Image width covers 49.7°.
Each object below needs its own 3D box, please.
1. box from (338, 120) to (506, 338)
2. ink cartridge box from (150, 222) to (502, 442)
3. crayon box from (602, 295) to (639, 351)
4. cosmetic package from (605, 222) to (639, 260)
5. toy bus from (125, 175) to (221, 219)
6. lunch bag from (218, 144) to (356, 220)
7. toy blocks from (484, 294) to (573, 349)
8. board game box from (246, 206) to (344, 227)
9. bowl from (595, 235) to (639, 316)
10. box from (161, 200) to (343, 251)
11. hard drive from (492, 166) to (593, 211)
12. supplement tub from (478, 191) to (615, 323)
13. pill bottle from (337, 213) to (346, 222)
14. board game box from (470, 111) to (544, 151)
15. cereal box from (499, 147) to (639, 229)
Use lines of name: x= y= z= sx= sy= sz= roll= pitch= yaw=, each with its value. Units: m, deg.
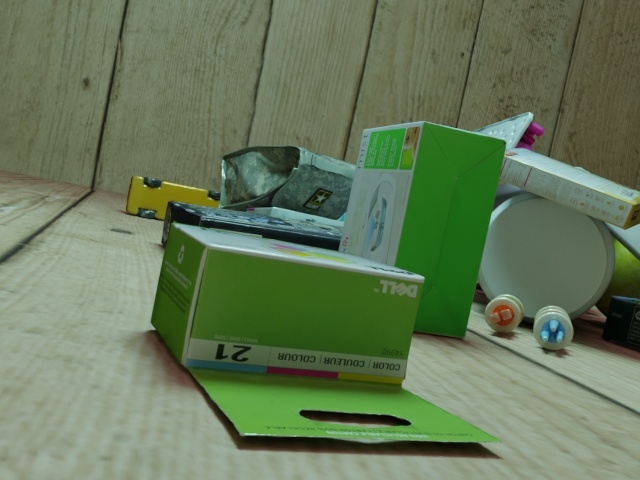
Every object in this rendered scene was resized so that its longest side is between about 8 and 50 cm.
box: x=0.127 y=-0.022 z=0.965 sx=0.127 sy=0.262 sz=0.231 roll=10 pitch=4 yaw=-18
ink cartridge box: x=-0.004 y=0.060 z=0.519 sx=0.189 sy=0.097 sz=0.255 roll=10 pitch=3 yaw=-25
crayon box: x=0.676 y=0.169 z=1.171 sx=0.323 sy=0.083 sz=0.203 roll=10 pitch=3 yaw=-26
cosmetic package: x=0.601 y=0.018 z=1.244 sx=0.239 sy=0.060 sz=0.099 roll=48 pitch=11 yaw=14
toy bus: x=-0.373 y=-0.101 z=1.941 sx=0.333 sy=0.108 sz=0.130 roll=10 pitch=3 yaw=-21
lunch bag: x=-0.061 y=-0.134 z=1.647 sx=0.287 sy=0.169 sz=0.235 roll=-9 pitch=-15 yaw=42
toy blocks: x=0.294 y=0.116 z=0.981 sx=0.123 sy=0.054 sz=0.148 roll=13 pitch=4 yaw=18
board game box: x=0.000 y=0.000 z=1.513 sx=0.303 sy=0.097 sz=0.224 roll=12 pitch=-1 yaw=-19
bowl: x=0.693 y=0.107 z=1.390 sx=0.289 sy=0.289 sz=0.156 roll=11 pitch=46 yaw=-11
box: x=-0.055 y=0.010 z=1.199 sx=0.395 sy=0.097 sz=0.318 roll=8 pitch=7 yaw=-23
hard drive: x=0.504 y=-0.076 z=1.473 sx=0.203 sy=0.040 sz=0.307 roll=25 pitch=-13 yaw=-19
supplement tub: x=0.409 y=0.031 z=1.270 sx=0.235 sy=0.235 sz=0.325 roll=13 pitch=3 yaw=19
pill bottle: x=0.038 y=-0.054 z=1.919 sx=0.264 sy=0.146 sz=0.146 roll=31 pitch=-2 yaw=-16
board game box: x=0.299 y=-0.078 z=1.504 sx=0.050 sy=0.390 sz=0.390 roll=32 pitch=-1 yaw=-6
cereal box: x=0.399 y=-0.089 z=1.110 sx=0.240 sy=0.047 sz=0.173 roll=27 pitch=22 yaw=31
